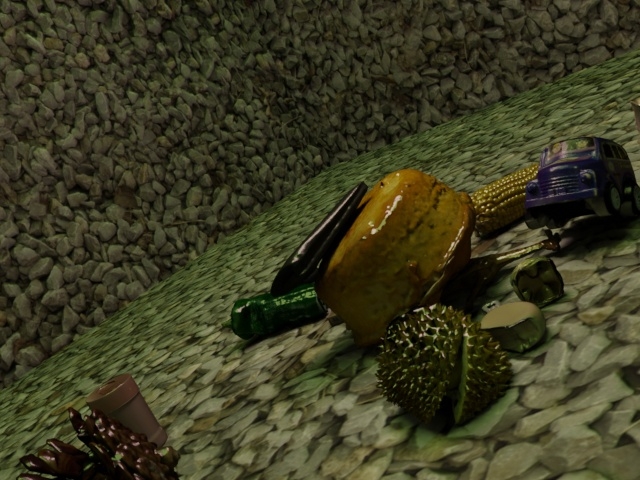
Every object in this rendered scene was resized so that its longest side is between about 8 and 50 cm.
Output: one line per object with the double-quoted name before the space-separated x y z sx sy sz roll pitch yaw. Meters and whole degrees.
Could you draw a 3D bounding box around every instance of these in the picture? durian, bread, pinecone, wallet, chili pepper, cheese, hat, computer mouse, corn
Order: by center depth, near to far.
"pinecone" -0.300 0.367 0.996 0.264 0.264 0.264 -26 11 6
"durian" 0.160 0.160 1.092 0.193 0.137 0.237 -31 11 -18
"cheese" 0.284 0.129 1.168 0.092 0.047 0.171 -28 11 -17
"hat" 0.349 0.065 1.224 0.076 0.077 0.059 -29 11 -6
"bread" 0.132 0.025 1.419 0.336 0.204 0.358 -53 9 24
"wallet" 0.000 0.000 1.421 0.245 0.052 0.168 -51 1 -27
"corn" 0.464 -0.115 1.692 0.305 0.106 0.106 -28 11 -4
"chili pepper" -0.111 0.167 1.784 0.271 0.099 0.136 -20 22 14
"computer mouse" -0.062 0.086 2.125 0.106 0.062 0.192 -29 13 -11

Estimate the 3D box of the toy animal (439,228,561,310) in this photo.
"toy animal" 0.320 0.055 1.411 0.276 0.054 0.149 -28 14 -9

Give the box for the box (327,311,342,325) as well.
"box" 0.061 0.155 1.629 0.083 0.024 0.053 -23 12 28

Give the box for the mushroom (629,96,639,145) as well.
"mushroom" 0.731 -0.240 1.482 0.173 0.162 0.236 -26 13 15

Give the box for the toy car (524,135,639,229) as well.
"toy car" 0.478 -0.110 1.385 0.172 0.157 0.235 -11 -6 40

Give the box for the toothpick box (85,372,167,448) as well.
"toothpick box" -0.378 0.349 1.466 0.098 0.148 0.098 -27 11 6
